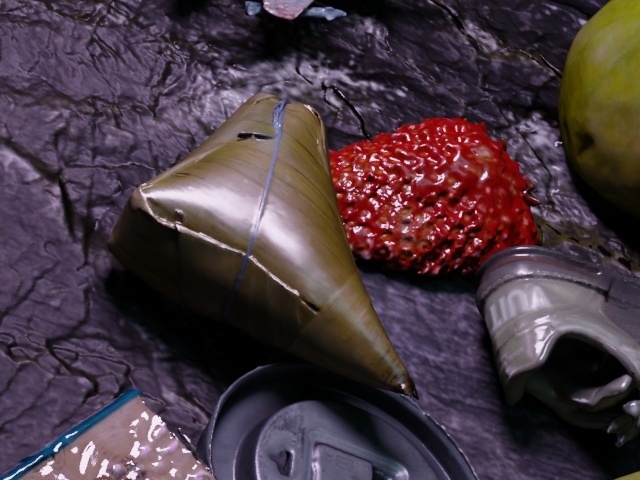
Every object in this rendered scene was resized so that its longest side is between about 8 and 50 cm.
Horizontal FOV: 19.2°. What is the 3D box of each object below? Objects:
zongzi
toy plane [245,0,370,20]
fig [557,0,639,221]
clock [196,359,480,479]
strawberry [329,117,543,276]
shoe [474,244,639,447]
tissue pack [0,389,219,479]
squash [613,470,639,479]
[{"bbox_3d":[0.000,0.000,1.410,0.256,0.115,0.228,27,36,12],"label":"zongzi"},{"bbox_3d":[0.006,-0.263,1.709,0.326,0.104,0.223,10,46,-33],"label":"toy plane"},{"bbox_3d":[0.329,-0.159,1.690,0.233,0.314,0.233,1,32,-1],"label":"fig"},{"bbox_3d":[0.015,0.184,1.314,0.226,0.049,0.226,19,41,-17],"label":"clock"},{"bbox_3d":[0.096,-0.035,1.556,0.208,0.087,0.167,-22,66,-44],"label":"strawberry"},{"bbox_3d":[0.258,0.111,1.515,0.293,0.109,0.149,18,47,-16],"label":"shoe"},{"bbox_3d":[-0.176,0.226,1.025,0.134,0.192,0.271,43,41,12],"label":"tissue pack"},{"bbox_3d":[0.223,0.222,1.391,0.341,0.094,0.094,-22,65,-43],"label":"squash"}]
